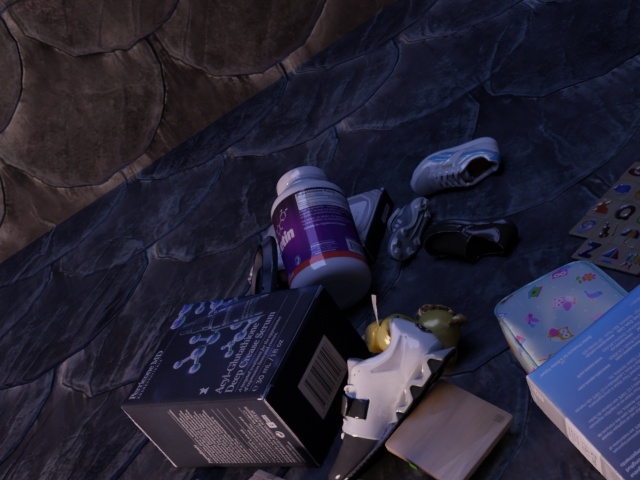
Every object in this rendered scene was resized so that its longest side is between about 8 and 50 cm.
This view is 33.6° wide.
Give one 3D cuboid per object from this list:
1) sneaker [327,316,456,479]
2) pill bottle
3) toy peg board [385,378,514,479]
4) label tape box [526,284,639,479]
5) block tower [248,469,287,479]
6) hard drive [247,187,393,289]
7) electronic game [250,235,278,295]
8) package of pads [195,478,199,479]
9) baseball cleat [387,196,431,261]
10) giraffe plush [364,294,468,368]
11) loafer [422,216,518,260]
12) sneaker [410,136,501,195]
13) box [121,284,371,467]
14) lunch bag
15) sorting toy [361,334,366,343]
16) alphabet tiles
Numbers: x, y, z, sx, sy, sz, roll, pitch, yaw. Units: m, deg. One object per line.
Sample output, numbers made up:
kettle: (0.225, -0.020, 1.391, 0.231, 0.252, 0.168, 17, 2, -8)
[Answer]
sneaker: (0.090, 0.284, 1.876, 0.330, 0.146, 0.122, -56, -16, 3)
pill bottle: (-0.007, -0.007, 2.378, 0.181, 0.181, 0.323, -27, 52, 13)
toy peg board: (0.227, 0.345, 1.811, 0.161, 0.079, 0.161, 24, 61, 40)
label tape box: (0.511, 0.261, 1.548, 0.249, 0.115, 0.347, -37, 58, -6)
block tower: (-0.176, 0.542, 1.819, 0.097, 0.091, 0.335, 7, 36, 47)
hard drive: (0.000, 0.000, 2.593, 0.339, 0.064, 0.237, -17, 32, 31)
electronic game: (-0.126, 0.103, 2.432, 0.048, 0.229, 0.229, 6, 27, -11)
package of pads: (-0.271, 0.512, 2.102, 0.083, 0.032, 0.050, -25, 32, 16)
baseball cleat: (0.188, -0.014, 2.427, 0.109, 0.072, 0.206, -25, 21, 46)
giraffe plush: (0.189, 0.191, 2.008, 0.171, 0.210, 0.181, -8, 21, -13)
loafer: (0.307, 0.001, 2.243, 0.220, 0.080, 0.078, -11, 35, 36)
sneaker: (0.315, -0.165, 2.493, 0.229, 0.087, 0.092, -26, 31, 20)
box: (-0.148, 0.281, 2.140, 0.395, 0.212, 0.293, -11, 37, 38)
lunch bag: (0.445, 0.158, 1.818, 0.224, 0.108, 0.279, -28, 30, -1)
sorting toy: (0.078, 0.225, 2.205, 0.083, 0.012, 0.062, -31, 28, 5)
alphabet tiles: (0.653, -0.062, 2.052, 0.342, 0.011, 0.285, -44, 29, -18)
